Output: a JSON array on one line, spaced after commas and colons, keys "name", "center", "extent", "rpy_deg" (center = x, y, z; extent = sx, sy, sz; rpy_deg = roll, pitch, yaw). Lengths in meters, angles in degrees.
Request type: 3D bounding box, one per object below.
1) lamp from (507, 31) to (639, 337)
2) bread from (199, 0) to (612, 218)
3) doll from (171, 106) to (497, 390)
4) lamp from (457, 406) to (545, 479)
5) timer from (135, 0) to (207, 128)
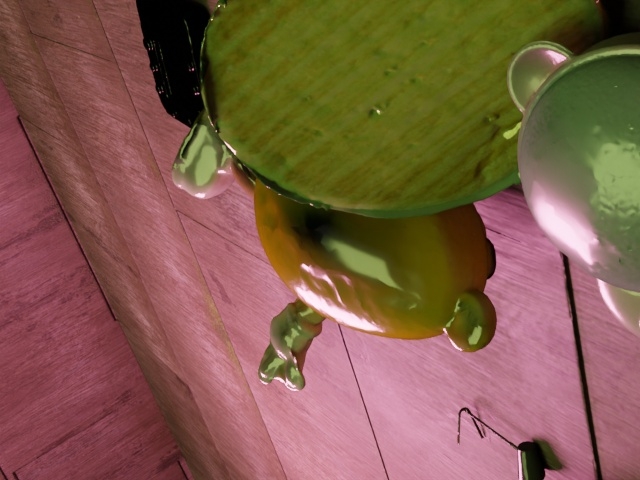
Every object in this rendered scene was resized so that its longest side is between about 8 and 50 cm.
[{"name": "lamp", "center": [0.219, -0.023, 0.598], "extent": [0.179, 0.108, 0.246], "rpy_deg": [4, 126, 48]}, {"name": "bread", "center": [0.054, -0.121, 0.656], "extent": [0.301, 0.301, 0.045], "rpy_deg": [90, 178, -52]}, {"name": "doll", "center": [-0.009, -0.035, 0.932], "extent": [0.348, 0.161, 0.423], "rpy_deg": [-37, 66, 43]}, {"name": "lamp", "center": [0.212, 0.238, 1.065], "extent": [0.121, 0.041, 0.054], "rpy_deg": [16, 125, 54]}, {"name": "timer", "center": [-0.187, -0.245, 1.246], "extent": [0.144, 0.055, 0.187], "rpy_deg": [33, 142, 42]}]
